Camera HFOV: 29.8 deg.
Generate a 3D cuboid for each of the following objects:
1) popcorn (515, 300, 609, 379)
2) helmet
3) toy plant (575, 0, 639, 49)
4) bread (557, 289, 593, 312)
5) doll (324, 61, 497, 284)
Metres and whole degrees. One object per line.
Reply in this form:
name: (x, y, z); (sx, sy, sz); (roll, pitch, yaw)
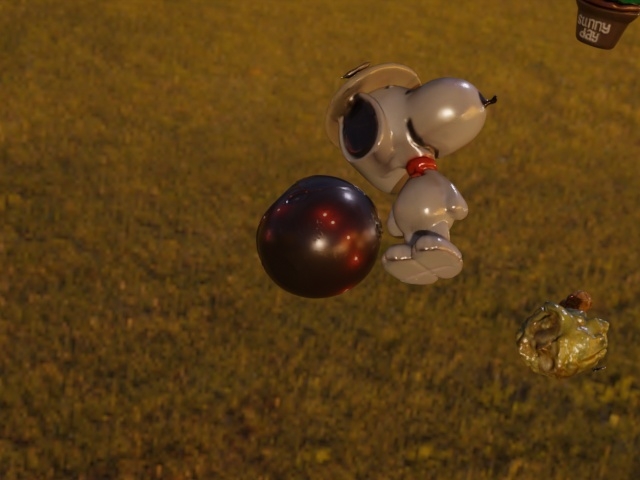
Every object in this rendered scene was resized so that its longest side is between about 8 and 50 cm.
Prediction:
popcorn: (0.453, 0.189, 2.222); (0.174, 0.142, 0.173); (-2, -15, -1)
helmet: (0.000, 0.000, 2.014); (0.216, 0.189, 0.193); (-19, 25, 0)
toy plant: (0.517, -0.440, 2.120); (0.143, 0.200, 0.105); (29, 27, 34)
bread: (0.496, 0.152, 2.469); (0.052, 0.157, 0.044); (22, 46, -29)
doll: (0.088, -0.084, 1.406); (0.208, 0.271, 0.144); (0, -25, 35)
